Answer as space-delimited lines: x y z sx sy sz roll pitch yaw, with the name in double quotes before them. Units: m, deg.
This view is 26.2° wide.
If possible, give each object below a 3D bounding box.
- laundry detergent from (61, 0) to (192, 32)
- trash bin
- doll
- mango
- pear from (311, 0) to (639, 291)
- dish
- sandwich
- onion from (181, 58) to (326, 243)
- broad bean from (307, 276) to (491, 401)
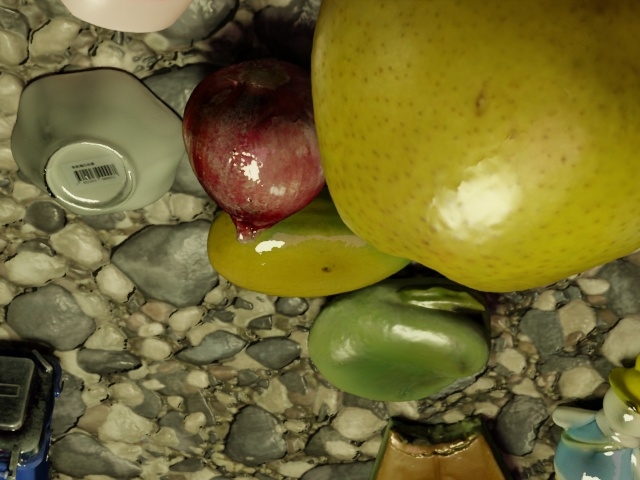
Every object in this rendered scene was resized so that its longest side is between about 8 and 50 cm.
"laundry detergent" -0.106 -0.326 1.173 0.159 0.088 0.335 -4 142 -46
"trash bin" -0.396 0.257 1.653 0.162 0.184 0.234 6 137 -2
"doll" 0.357 0.233 1.655 0.099 0.135 0.241 6 128 -28
"mango" -0.003 0.004 1.473 0.237 0.091 0.137 6 137 -4
"pear" 0.179 -0.156 1.158 0.362 0.362 0.418 30 100 -23
"dish" -0.233 -0.084 1.416 0.191 0.066 0.190 1 132 1
"sandwich" 0.187 0.311 1.756 0.245 0.063 0.212 9 130 -8
"onion" -0.061 -0.081 1.356 0.159 0.159 0.195 6 126 -4
"broad bean" 0.090 0.112 1.563 0.228 0.100 0.169 -35 115 30
